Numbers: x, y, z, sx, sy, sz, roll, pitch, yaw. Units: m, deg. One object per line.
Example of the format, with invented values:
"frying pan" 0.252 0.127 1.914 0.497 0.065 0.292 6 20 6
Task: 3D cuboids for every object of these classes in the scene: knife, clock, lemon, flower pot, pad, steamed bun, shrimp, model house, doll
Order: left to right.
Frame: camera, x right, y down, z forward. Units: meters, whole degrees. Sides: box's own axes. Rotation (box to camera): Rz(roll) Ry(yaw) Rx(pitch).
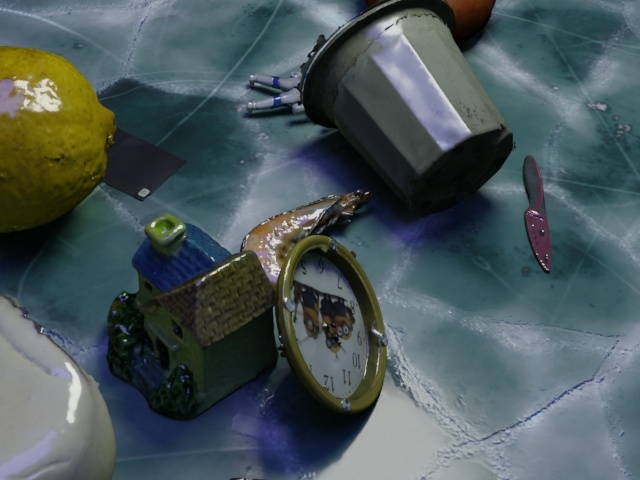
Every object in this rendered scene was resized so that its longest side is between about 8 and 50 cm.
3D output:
"steamed bun" -0.401 0.237 1.273 0.312 0.233 0.334 -27 54 -26
"lemon" -0.447 -0.140 1.633 0.322 0.268 0.268 0 45 -10
"pad" -0.317 -0.130 1.815 0.193 0.004 0.116 25 47 20
"model house" -0.175 0.076 1.493 0.195 0.189 0.214 -27 54 -32
"doll" -0.006 -0.241 1.926 0.227 0.057 0.114 -4 38 3
"shrimp" 0.000 0.001 1.690 0.251 0.052 0.143 -34 67 -24
"clock" 0.004 0.110 1.490 0.057 0.237 0.237 -17 35 30
"flower pot" 0.139 -0.190 1.766 0.290 0.290 0.259 -21 64 -25
"knife" 0.328 -0.045 1.789 0.035 0.018 0.247 6 45 -4

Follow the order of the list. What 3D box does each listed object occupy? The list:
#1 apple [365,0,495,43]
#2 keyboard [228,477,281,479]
"apple" 0.196 -0.475 2.079 0.251 0.206 0.272 21 48 19
"keyboard" 0.003 0.319 1.383 0.231 0.023 0.072 3 51 -2
